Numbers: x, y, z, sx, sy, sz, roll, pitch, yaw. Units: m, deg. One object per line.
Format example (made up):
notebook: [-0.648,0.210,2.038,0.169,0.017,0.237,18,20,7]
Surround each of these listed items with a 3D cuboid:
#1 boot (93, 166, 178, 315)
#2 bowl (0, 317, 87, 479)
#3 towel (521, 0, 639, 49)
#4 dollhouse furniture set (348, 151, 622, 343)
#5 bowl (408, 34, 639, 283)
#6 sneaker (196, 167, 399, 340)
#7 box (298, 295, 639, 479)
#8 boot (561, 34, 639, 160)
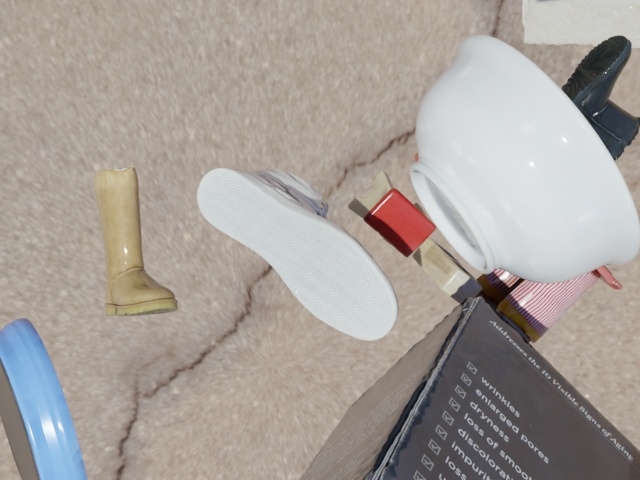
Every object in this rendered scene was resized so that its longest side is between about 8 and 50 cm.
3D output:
boot: [-0.343,0.001,1.623,0.089,0.236,0.270,-2,87,-39]
bowl: [-0.522,0.339,1.643,0.077,0.391,0.391,-17,83,-26]
towel: [0.465,-0.403,1.454,0.282,0.049,0.187,11,115,26]
dollhouse furniture set: [0.251,0.008,1.352,0.201,0.152,0.374,-47,121,7]
bowl: [0.188,-0.059,0.961,0.134,0.298,0.298,-35,85,-4]
sneaker: [0.000,0.000,1.136,0.292,0.169,0.108,40,110,13]
box: [0.202,0.387,0.998,0.480,0.472,0.297,45,119,3]
boot: [0.304,-0.143,0.952,0.099,0.045,0.121,31,107,-28]
